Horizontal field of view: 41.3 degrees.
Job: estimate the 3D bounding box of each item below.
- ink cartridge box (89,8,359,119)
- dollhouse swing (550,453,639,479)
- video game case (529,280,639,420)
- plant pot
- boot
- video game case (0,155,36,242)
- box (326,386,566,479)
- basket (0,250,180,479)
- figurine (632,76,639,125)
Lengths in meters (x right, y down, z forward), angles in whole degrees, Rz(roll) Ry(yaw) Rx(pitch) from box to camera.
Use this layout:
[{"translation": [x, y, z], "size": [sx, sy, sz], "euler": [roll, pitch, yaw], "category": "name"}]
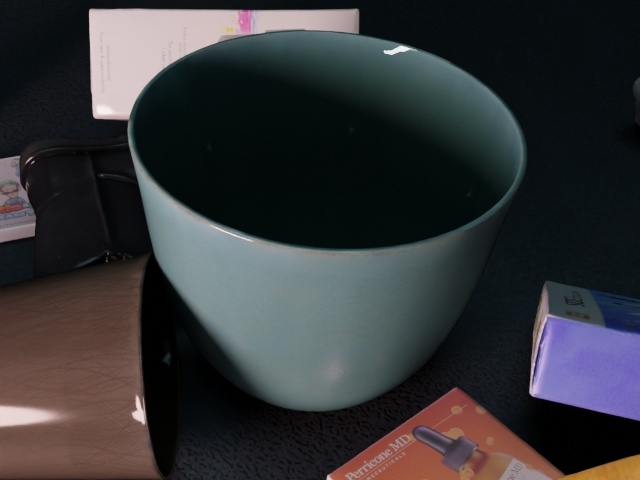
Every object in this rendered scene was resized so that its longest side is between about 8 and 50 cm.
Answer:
[{"translation": [-0.061, -0.193, 0.971], "size": [0.354, 0.119, 0.207], "euler": [1, 7, 1], "category": "ink cartridge box"}, {"translation": [0.314, 0.231, 0.328], "size": [0.315, 0.305, 0.346], "euler": [27, 38, -27], "category": "dollhouse swing"}, {"translation": [0.297, 0.093, 0.634], "size": [0.270, 0.061, 0.244], "euler": [11, 6, 14], "category": "video game case"}, {"translation": [0.000, 0.000, 0.705], "size": [0.293, 0.235, 0.293], "euler": [3, 41, -2], "category": "plant pot"}, {"translation": [-0.169, -0.018, 0.849], "size": [0.247, 0.094, 0.207], "euler": [-6, 48, -24], "category": "boot"}, {"translation": [-0.322, -0.053, 0.947], "size": [0.157, 0.019, 0.143], "euler": [-12, 41, -13], "category": "video game case"}, {"translation": [0.105, 0.207, 0.574], "size": [0.130, 0.091, 0.170], "euler": [-28, 47, -29], "category": "box"}, {"translation": [-0.234, 0.107, 0.657], "size": [0.227, 0.154, 0.204], "euler": [-8, 34, -3], "category": "basket"}, {"translation": [0.502, -0.130, 0.987], "size": [0.215, 0.092, 0.209], "euler": [-13, 45, -14], "category": "figurine"}]
